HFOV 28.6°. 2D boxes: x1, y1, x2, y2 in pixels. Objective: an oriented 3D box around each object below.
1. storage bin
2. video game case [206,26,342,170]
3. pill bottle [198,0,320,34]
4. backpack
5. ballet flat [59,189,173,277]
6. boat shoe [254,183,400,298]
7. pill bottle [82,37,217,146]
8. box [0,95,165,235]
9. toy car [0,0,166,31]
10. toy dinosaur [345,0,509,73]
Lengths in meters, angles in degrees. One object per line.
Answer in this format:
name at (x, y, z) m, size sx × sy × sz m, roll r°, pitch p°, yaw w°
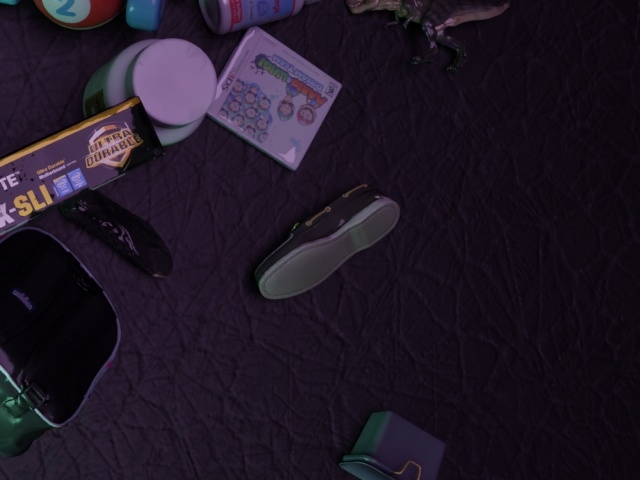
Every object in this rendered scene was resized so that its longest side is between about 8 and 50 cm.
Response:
storage bin at (0.111, 0.300, 1.749) m, size 0.135 × 0.098 × 0.091 m, roll 32°, pitch 66°, yaw -18°
video game case at (-0.066, -0.196, 1.727) m, size 0.157 × 0.019 × 0.143 m, roll 32°, pitch 77°, yaw -19°
pill bottle at (-0.078, -0.336, 1.690) m, size 0.160 × 0.087 × 0.087 m, roll -20°, pitch 96°, yaw -22°
backpack at (-0.364, 0.114, 1.489) m, size 0.225 × 0.191 × 0.253 m, roll 51°, pitch 32°, yaw -13°
ballet flat at (-0.261, -0.010, 1.635) m, size 0.173 × 0.049 × 0.057 m, roll 41°, pitch 46°, yaw -21°
boat shoe at (0.000, 0.000, 1.724) m, size 0.227 × 0.069 × 0.081 m, roll -31°, pitch 140°, yaw -17°
pill bottle at (-0.209, -0.179, 1.553) m, size 0.131 × 0.229 × 0.131 m, roll 1°, pitch 88°, yaw -22°
box at (-0.344, -0.067, 1.444) m, size 0.257 × 0.322 × 0.079 m, roll -27°, pitch 99°, yaw -21°
toy car at (-0.291, -0.377, 1.493) m, size 0.219 × 0.238 × 0.210 m, roll 11°, pitch 84°, yaw -2°
toy dinosaur at (0.169, -0.308, 1.810) m, size 0.268 × 0.064 × 0.118 m, roll 1°, pitch 81°, yaw -26°
